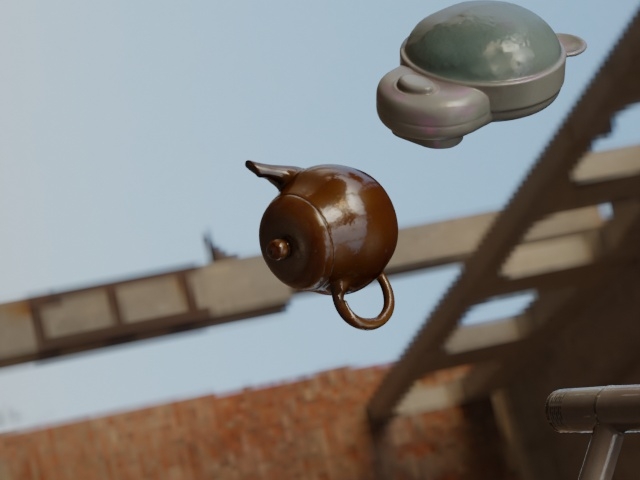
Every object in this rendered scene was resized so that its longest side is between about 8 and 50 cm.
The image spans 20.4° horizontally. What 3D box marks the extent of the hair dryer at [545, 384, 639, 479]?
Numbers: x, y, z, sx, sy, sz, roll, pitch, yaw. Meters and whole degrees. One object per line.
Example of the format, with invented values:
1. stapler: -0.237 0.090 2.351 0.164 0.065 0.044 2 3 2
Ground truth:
1. hair dryer: 0.302 0.260 1.896 0.195 0.054 0.220 -13 -122 58

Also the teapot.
1. teapot: 0.000 0.000 1.456 0.173 0.116 0.116 58 -23 11

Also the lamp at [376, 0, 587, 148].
1. lamp: 0.159 -0.189 1.901 0.179 0.246 0.108 20 -48 39
